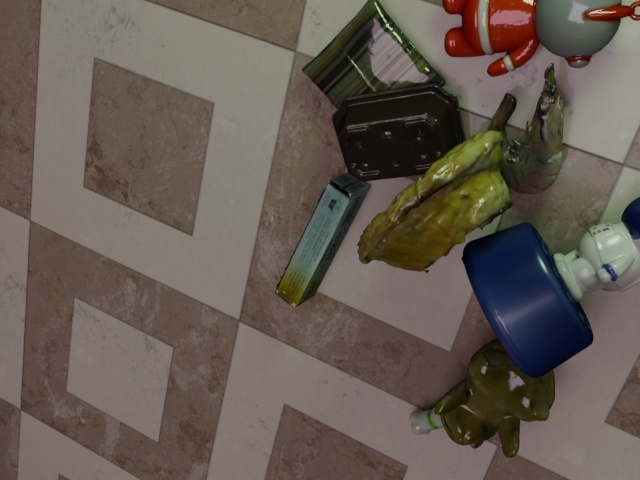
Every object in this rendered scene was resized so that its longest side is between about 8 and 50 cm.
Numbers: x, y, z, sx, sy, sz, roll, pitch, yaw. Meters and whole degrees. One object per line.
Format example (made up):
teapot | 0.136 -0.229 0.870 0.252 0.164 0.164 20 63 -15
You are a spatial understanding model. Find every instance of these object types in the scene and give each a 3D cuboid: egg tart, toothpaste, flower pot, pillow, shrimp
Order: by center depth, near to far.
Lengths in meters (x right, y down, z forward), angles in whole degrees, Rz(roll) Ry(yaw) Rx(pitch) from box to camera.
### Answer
egg tart | 0.211 -0.046 1.276 0.345 0.345 0.132 -43 81 32
shrimp | 0.367 -0.202 1.307 0.145 0.059 0.254 19 131 39
flower pot | 0.141 -0.187 1.382 0.250 0.084 0.179 -4 122 23
pillow | 0.098 -0.316 1.405 0.212 0.052 0.208 48 122 -3
toothpaste | 0.000 0.000 1.557 0.071 0.089 0.313 37 122 17

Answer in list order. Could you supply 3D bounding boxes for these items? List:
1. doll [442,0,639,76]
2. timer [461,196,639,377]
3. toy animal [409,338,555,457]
doll | 0.368 -0.379 1.226 0.336 0.105 0.200 6 111 33
timer | 0.472 0.042 1.269 0.383 0.270 0.270 -30 94 18
toy animal | 0.319 0.348 1.479 0.181 0.180 0.363 36 123 4
